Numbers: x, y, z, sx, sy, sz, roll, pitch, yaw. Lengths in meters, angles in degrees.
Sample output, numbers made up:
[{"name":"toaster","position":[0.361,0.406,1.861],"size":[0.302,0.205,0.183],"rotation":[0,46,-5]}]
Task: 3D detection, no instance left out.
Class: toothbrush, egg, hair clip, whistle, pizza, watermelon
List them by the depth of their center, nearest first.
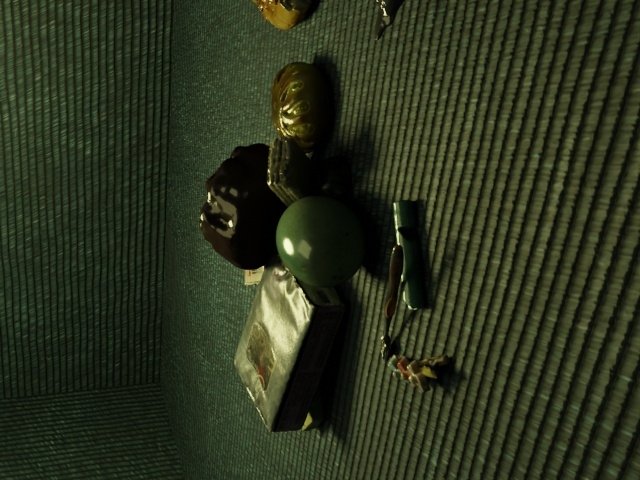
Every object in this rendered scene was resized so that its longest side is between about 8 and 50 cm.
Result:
[{"name":"hair clip","position":[0.157,0.221,1.580],"size":[0.062,0.056,0.214],"rotation":[53,160,-4]},{"name":"whistle","position":[0.149,0.025,1.587],"size":[0.039,0.039,0.186],"rotation":[160,106,-71]},{"name":"toothbrush","position":[0.122,0.111,1.625],"size":[0.321,0.023,0.031],"rotation":[91,167,-48]},{"name":"egg","position":[0.000,0.000,1.820],"size":[0.236,0.169,0.169],"rotation":[-136,45,-65]},{"name":"watermelon","position":[0.017,-0.124,1.914],"size":[0.105,0.062,0.105],"rotation":[-174,90,-70]},{"name":"pizza","position":[-0.103,-0.622,2.123],"size":[0.408,0.114,0.277],"rotation":[-118,25,-46]}]

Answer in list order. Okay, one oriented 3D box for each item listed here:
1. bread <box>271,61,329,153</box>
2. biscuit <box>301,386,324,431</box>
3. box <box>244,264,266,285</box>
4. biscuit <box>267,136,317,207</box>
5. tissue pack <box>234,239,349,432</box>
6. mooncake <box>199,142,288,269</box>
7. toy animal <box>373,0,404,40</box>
[{"name":"bread","position":[-0.050,-0.287,2.027],"size":[0.213,0.105,0.213],"rotation":[173,90,-72]},{"name":"biscuit","position":[-0.047,0.331,2.218],"size":[0.147,0.046,0.250],"rotation":[122,142,-56]},{"name":"box","position":[-0.139,-0.024,2.356],"size":[0.221,0.091,0.273],"rotation":[172,94,-73]},{"name":"biscuit","position":[-0.050,-0.119,1.927],"size":[0.239,0.062,0.108],"rotation":[47,-136,-66]},{"name":"tissue pack","position":[-0.070,0.213,2.076],"size":[0.259,0.122,0.361],"rotation":[58,135,48]},{"name":"mooncake","position":[-0.147,-0.079,2.068],"size":[0.141,0.283,0.283],"rotation":[29,129,26]},{"name":"toy animal","position":[0.156,-0.491,1.412],"size":[0.367,0.081,0.205],"rotation":[133,135,-55]}]
